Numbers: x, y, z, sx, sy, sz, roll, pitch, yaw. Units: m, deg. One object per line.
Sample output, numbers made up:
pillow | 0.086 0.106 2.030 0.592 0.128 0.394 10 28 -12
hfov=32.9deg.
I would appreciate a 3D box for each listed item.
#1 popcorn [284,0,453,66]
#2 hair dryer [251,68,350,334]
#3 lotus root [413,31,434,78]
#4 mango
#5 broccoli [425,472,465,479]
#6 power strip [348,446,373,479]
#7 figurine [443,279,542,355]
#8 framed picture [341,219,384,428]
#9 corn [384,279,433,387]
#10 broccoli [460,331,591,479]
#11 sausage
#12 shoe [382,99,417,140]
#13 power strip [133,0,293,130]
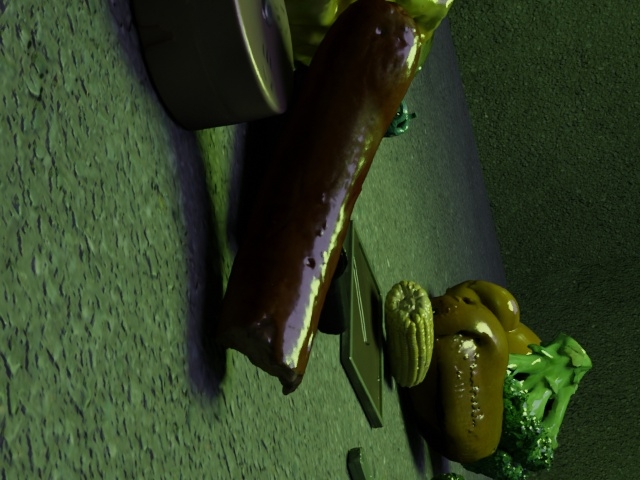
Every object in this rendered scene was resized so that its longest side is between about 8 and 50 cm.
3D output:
popcorn | 0.014 -0.287 0.978 0.286 0.215 0.252 47 41 -61
hair dryer | 0.000 0.000 1.003 0.251 0.089 0.197 76 12 -46
lotus root | 0.061 -0.259 1.285 0.309 0.173 0.173 -46 126 -77
mango | 0.195 0.193 1.520 0.151 0.156 0.249 -59 135 -73
broccoli | 0.142 0.349 1.257 0.146 0.137 0.162 -75 -177 -46
power strip | 0.046 0.255 1.139 0.027 0.017 0.083 -72 150 -62
figurine | 0.299 0.190 1.906 0.228 0.215 0.215 32 30 -12
framed picture | 0.050 0.098 1.280 0.150 0.015 0.203 66 20 -47
corn | 0.112 0.123 1.384 0.165 0.063 0.085 84 -18 -55
broccoli | 0.292 0.240 1.688 0.270 0.270 0.270 57 -1 2
sausage | -0.003 -0.038 0.808 0.103 0.076 0.302 -10 -121 67
shoe | 0.090 -0.181 1.532 0.143 0.071 0.064 27 53 -69
power strip | -0.073 -0.160 0.791 0.154 0.078 0.154 -10 90 -76
